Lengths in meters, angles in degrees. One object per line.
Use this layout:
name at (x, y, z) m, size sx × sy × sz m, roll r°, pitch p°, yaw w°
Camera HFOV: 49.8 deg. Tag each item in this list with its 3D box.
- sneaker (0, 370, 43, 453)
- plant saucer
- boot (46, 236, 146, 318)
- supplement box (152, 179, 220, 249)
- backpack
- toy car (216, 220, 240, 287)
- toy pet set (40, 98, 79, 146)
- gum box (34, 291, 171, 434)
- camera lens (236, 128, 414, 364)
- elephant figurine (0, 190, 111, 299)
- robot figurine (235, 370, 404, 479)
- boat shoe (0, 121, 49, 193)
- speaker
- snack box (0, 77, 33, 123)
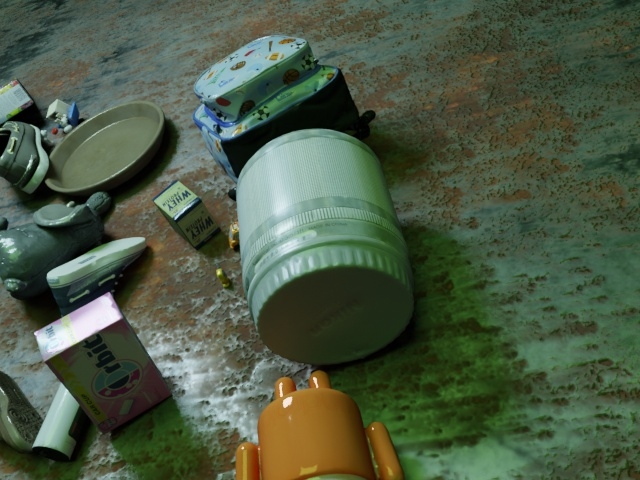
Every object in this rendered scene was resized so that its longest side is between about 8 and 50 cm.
sneaker at (-0.470, 0.270, 1.028) m, size 0.071 × 0.066 × 0.188 m, roll -54°, pitch 44°, yaw -1°
plant saucer at (-0.438, -0.187, 1.420) m, size 0.278 × 0.041 × 0.278 m, roll -14°, pitch 44°, yaw 14°
boot at (-0.366, 0.062, 1.160) m, size 0.069 × 0.086 × 0.190 m, roll 7°, pitch 25°, yaw 38°
supplement box at (-0.228, -0.044, 1.174) m, size 0.056 × 0.083 × 0.083 m, roll -42°, pitch 48°, yaw -14°
backpack at (-0.097, -0.220, 1.172) m, size 0.276 × 0.213 × 0.263 m, roll -30°, pitch 23°, yaw -16°
toy car at (-0.132, 0.014, 1.110) m, size 0.060 × 0.040 × 0.122 m, roll -9°, pitch 47°, yaw 16°
toy pet set at (-0.585, -0.249, 1.546) m, size 0.122 × 0.065 × 0.114 m, roll -22°, pitch 55°, yaw 38°
gum box at (-0.289, 0.173, 0.938) m, size 0.107 × 0.188 × 0.062 m, roll -30°, pitch 44°, yaw -14°
camera lens at (0.000, 0.000, 0.937) m, size 0.219 × 0.219 × 0.274 m, roll -18°, pitch 45°, yaw 8°
elephant figurine at (-0.449, -0.006, 1.204) m, size 0.239 × 0.169 × 0.186 m, roll -27°, pitch 72°, yaw -23°
robot figurine at (-0.006, 0.257, 0.775) m, size 0.128 × 0.158 × 0.219 m, roll -51°, pitch 35°, yaw 32°
boat shoe at (-0.661, -0.198, 1.474) m, size 0.109 × 0.091 × 0.305 m, roll -55°, pitch 40°, yaw 6°
speaker at (-0.363, 0.246, 0.994) m, size 0.055 × 0.055 × 0.136 m, roll -5°, pitch 48°, yaw 21°
snack box at (-0.786, -0.300, 1.628) m, size 0.207 × 0.070 × 0.174 m, roll -38°, pitch 25°, yaw -11°
